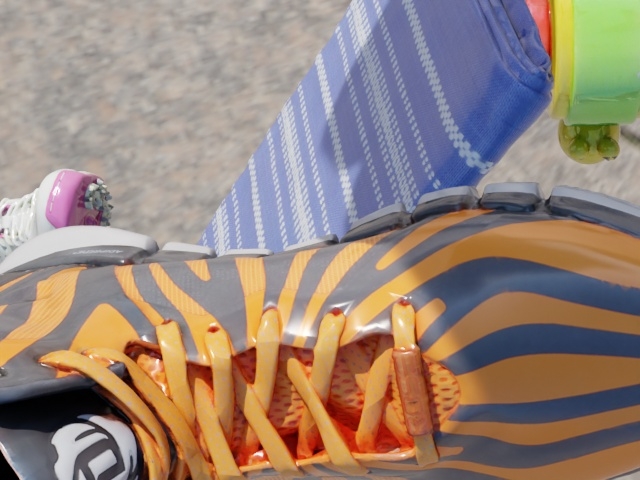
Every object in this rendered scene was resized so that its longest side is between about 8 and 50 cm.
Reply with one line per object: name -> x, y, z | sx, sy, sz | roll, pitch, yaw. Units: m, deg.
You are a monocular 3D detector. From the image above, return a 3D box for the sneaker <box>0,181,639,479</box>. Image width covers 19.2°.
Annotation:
sneaker -> -0.021, 0.065, 0.646 | 0.321, 0.180, 0.124 | -6, 105, 24

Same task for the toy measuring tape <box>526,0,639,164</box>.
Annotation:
toy measuring tape -> 0.171, -0.177, 1.137 | 0.121, 0.121, 0.330 | 9, 129, 14

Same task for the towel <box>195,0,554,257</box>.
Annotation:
towel -> 0.000, 0.000, 0.945 | 0.040, 0.243, 0.336 | 26, 114, -19

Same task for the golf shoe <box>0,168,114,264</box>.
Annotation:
golf shoe -> -0.282, -0.001, 1.919 | 0.140, 0.306, 0.115 | 15, 72, 1
